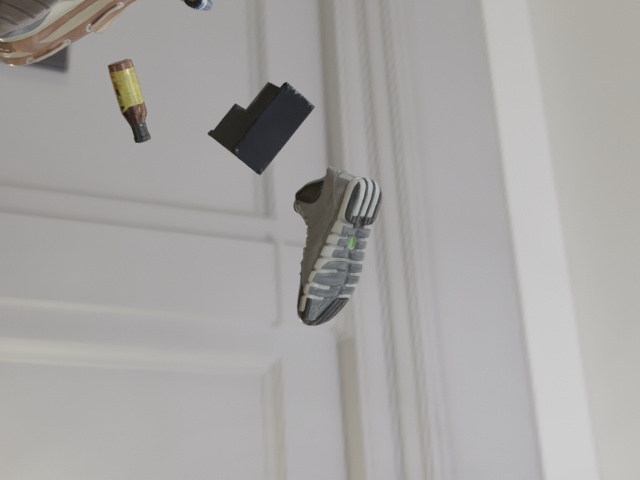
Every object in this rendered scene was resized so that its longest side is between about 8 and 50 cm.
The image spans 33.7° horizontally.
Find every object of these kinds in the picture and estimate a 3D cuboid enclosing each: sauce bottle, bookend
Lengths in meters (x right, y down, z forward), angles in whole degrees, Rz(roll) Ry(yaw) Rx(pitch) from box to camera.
[{"bbox_3d":[-0.291,-0.213,1.626,0.042,0.042,0.128,22,-51,64],"label":"sauce bottle"},{"bbox_3d":[-0.110,-0.214,1.898,0.156,0.072,0.157,-52,-152,0],"label":"bookend"}]

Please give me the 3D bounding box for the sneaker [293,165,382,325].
[{"bbox_3d":[0.000,0.000,1.522,0.132,0.086,0.228,32,-77,44],"label":"sneaker"}]

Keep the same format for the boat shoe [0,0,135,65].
[{"bbox_3d":[-0.313,-0.342,1.416,0.123,0.324,0.116,48,-23,22],"label":"boat shoe"}]

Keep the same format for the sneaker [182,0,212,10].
[{"bbox_3d":[-0.273,-0.510,2.180,0.135,0.058,0.052,44,-72,28],"label":"sneaker"}]
